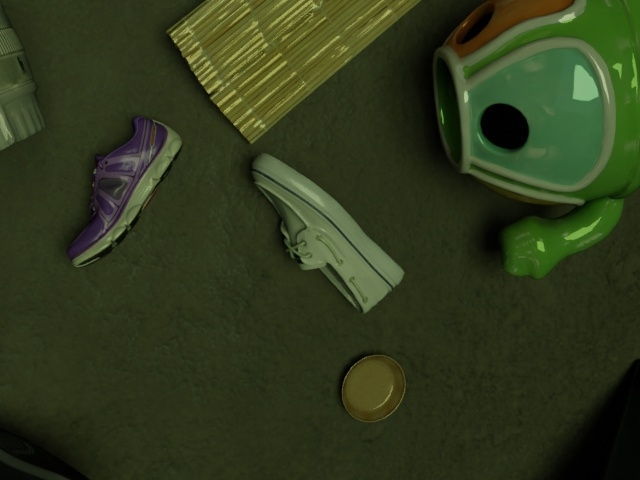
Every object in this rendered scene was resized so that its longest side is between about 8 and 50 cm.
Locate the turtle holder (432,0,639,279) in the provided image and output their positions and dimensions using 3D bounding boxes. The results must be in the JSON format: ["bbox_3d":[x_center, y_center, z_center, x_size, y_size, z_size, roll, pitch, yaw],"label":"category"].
[{"bbox_3d":[0.249,-0.139,0.945,0.228,0.243,0.320,-12,143,-4],"label":"turtle holder"}]

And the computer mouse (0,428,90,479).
[{"bbox_3d":[-0.307,0.240,0.825,0.272,0.072,0.188,31,91,9],"label":"computer mouse"}]

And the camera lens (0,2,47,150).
[{"bbox_3d":[-0.375,-0.178,0.682,0.219,0.219,0.274,-27,107,-15],"label":"camera lens"}]

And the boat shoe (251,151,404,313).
[{"bbox_3d":[0.000,0.000,0.926,0.226,0.083,0.075,41,82,-22],"label":"boat shoe"}]

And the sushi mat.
[{"bbox_3d":[-0.002,-0.254,0.904,0.316,0.019,0.151,-41,125,-10],"label":"sushi mat"}]

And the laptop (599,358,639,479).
[{"bbox_3d":[0.399,0.454,1.189,0.408,0.236,0.382,-35,111,18],"label":"laptop"}]

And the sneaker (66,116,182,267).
[{"bbox_3d":[-0.209,-0.050,0.861,0.071,0.068,0.170,32,78,-7],"label":"sneaker"}]

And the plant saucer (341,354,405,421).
[{"bbox_3d":[0.061,0.175,1.015,0.083,0.015,0.083,-4,101,-21],"label":"plant saucer"}]
